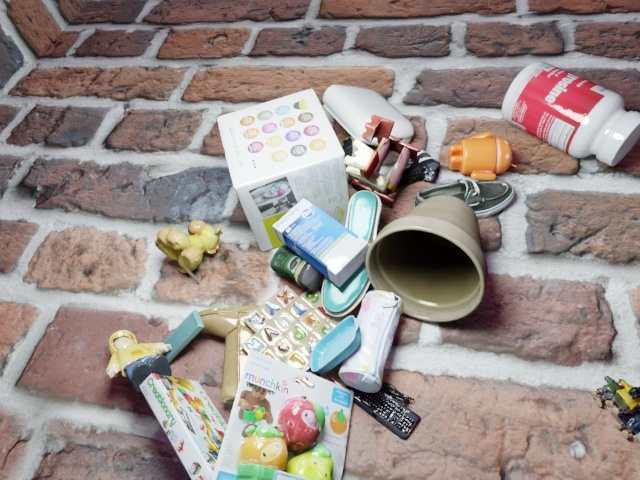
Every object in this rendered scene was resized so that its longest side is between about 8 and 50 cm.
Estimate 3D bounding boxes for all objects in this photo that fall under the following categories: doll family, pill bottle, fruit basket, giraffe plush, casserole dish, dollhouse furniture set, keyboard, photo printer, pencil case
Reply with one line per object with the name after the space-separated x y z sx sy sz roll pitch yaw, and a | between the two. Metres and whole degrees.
0.749 0.401 1.072 0.111 0.076 0.193 -21 59 -11 | doll family
0.851 -0.426 1.544 0.229 0.229 0.407 -37 57 -16 | pill bottle
-0.064 0.467 1.033 0.327 0.165 0.353 30 58 -23 | fruit basket
-0.404 0.006 1.485 0.181 0.210 0.170 6 47 44 | giraffe plush
0.043 0.277 1.193 0.188 0.037 0.114 -44 20 21 | casserole dish
0.197 -0.243 1.378 0.152 0.374 0.201 28 89 10 | dollhouse furniture set
0.165 0.413 1.181 0.192 0.038 0.100 30 64 26 | keyboard
0.185 -0.459 1.699 0.256 0.107 0.307 -5 46 -35 | photo printer
0.143 0.266 1.224 0.124 0.113 0.273 -22 33 46 | pencil case

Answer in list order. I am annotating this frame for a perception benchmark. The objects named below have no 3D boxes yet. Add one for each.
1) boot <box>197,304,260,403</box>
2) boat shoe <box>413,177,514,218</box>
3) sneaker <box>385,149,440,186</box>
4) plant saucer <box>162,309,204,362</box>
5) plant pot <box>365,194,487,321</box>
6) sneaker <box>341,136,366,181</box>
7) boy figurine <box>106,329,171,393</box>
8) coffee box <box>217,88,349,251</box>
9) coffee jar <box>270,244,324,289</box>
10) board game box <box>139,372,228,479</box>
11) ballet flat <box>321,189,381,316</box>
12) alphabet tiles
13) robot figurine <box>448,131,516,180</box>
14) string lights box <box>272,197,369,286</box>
-0.264 0.322 1.289 0.236 0.089 0.269 -10 55 3 | boot
0.468 -0.139 1.471 0.335 0.119 0.121 -15 54 -1 | boat shoe
0.330 -0.228 1.582 0.217 0.079 0.121 -38 56 -19 | sneaker
-0.414 0.286 1.327 0.192 0.018 0.067 -46 54 14 | plant saucer
0.325 0.018 1.295 0.323 0.323 0.280 16 43 20 | plant pot
0.110 -0.298 1.687 0.097 0.084 0.235 -12 48 29 | sneaker
-0.512 0.326 1.279 0.177 0.092 0.285 -19 20 -34 | boy figurine
-0.109 -0.226 1.497 0.334 0.338 0.338 -18 54 -4 | coffee box
-0.067 0.082 1.393 0.184 0.079 0.096 23 78 48 | coffee jar
-0.303 0.466 1.126 0.053 0.193 0.305 -47 59 -1 | board game box
0.109 0.046 1.387 0.139 0.139 0.400 11 74 17 | ballet flat
-0.042 0.282 1.281 0.342 0.011 0.285 40 59 23 | alphabet tiles
0.553 -0.289 1.558 0.219 0.128 0.158 0 31 10 | robot figurine
0.000 0.000 1.307 0.133 0.077 0.259 -43 59 -18 | string lights box
